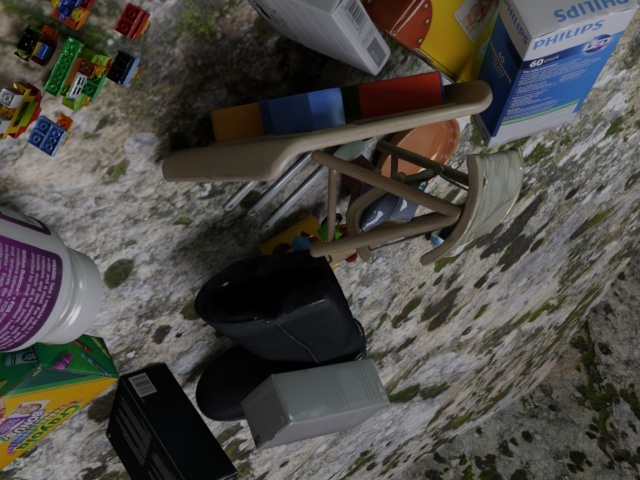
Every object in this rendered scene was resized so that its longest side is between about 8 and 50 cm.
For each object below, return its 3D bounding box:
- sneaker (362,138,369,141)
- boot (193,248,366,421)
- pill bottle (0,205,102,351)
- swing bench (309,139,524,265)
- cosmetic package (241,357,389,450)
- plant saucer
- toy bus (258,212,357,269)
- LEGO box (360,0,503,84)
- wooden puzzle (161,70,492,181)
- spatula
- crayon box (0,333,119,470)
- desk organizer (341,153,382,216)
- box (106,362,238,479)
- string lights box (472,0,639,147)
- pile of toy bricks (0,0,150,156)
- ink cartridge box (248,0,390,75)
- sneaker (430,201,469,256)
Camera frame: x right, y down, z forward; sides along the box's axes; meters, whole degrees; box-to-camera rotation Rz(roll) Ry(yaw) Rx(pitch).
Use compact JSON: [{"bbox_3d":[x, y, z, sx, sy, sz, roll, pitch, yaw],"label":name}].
[{"bbox_3d":[0.117,-0.211,1.255,0.170,0.051,0.089,-36,-173,-16],"label":"sneaker"},{"bbox_3d":[-0.114,0.180,1.348,0.367,0.146,0.445,-26,160,2],"label":"boot"},{"bbox_3d":[-0.398,0.038,0.890,0.169,0.169,0.301,-46,150,8],"label":"pill bottle"},{"bbox_3d":[0.153,-0.060,1.163,0.253,0.254,0.165,-17,110,-61],"label":"swing bench"},{"bbox_3d":[-0.008,0.294,1.406,0.238,0.107,0.127,3,145,-39],"label":"cosmetic package"},{"bbox_3d":[0.175,-0.160,1.455,0.200,0.037,0.200,-30,149,-20],"label":"plant saucer"},{"bbox_3d":[-0.011,0.004,1.379,0.202,0.104,0.191,-8,146,-45],"label":"toy bus"},{"bbox_3d":[0.274,-0.451,1.015,0.500,0.193,0.372,-50,150,16],"label":"LEGO box"},{"bbox_3d":[-0.005,-0.162,1.021,0.347,0.322,0.081,-22,106,-31],"label":"wooden puzzle"},{"bbox_3d":[-0.038,-0.113,1.278,0.242,0.019,0.168,-45,152,6],"label":"spatula"},{"bbox_3d":[-0.458,0.238,1.138,0.278,0.081,0.165,-38,153,12],"label":"crayon box"},{"bbox_3d":[0.066,-0.089,1.382,0.047,0.050,0.130,-35,159,-25],"label":"desk organizer"},{"bbox_3d":[-0.277,0.385,1.412,0.103,0.261,0.184,-14,141,-41],"label":"box"},{"bbox_3d":[0.281,-0.223,0.980,0.133,0.077,0.260,-17,160,-6],"label":"string lights box"},{"bbox_3d":[-0.258,-0.186,0.845,0.212,0.118,0.105,-58,-179,11],"label":"pile of toy bricks"},{"bbox_3d":[-0.015,-0.275,0.933,0.045,0.179,0.145,-56,151,-1],"label":"ink cartridge box"},{"bbox_3d":[0.346,-0.059,1.757,0.237,0.085,0.086,-44,144,-3],"label":"sneaker"}]
